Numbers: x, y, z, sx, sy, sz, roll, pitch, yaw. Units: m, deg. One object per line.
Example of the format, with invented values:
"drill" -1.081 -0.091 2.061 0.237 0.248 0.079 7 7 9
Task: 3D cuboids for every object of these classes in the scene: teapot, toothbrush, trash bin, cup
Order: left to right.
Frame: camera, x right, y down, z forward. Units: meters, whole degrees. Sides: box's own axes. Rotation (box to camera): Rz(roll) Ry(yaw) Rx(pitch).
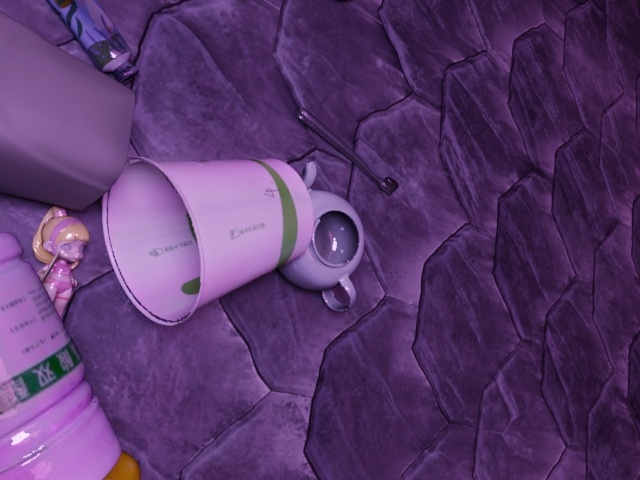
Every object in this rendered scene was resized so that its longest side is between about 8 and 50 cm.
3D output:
"trash bin" -0.401 -0.164 0.756 0.250 0.219 0.220 23 57 -40
"cup" -0.168 -0.025 0.912 0.273 0.253 0.253 -20 96 -46
"teapot" 0.000 0.000 1.085 0.193 0.129 0.295 -25 100 -31
"toothbrush" 0.061 -0.191 1.228 0.297 0.030 0.030 35 39 -27

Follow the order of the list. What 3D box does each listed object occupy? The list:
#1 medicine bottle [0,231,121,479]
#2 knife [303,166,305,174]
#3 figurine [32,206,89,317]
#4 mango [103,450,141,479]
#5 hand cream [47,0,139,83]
"medicine bottle" -0.410 0.174 0.707 0.212 0.212 0.326 -29 100 -36
"knife" -0.025 -0.064 1.156 0.023 0.010 0.171 3 84 -31
"figurine" -0.391 0.042 0.837 0.083 0.083 0.188 11 90 -36
"mango" -0.341 0.412 0.804 0.137 0.091 0.238 31 72 -29
"hand cream" -0.387 -0.371 0.900 0.091 0.058 0.271 -43 104 -36
